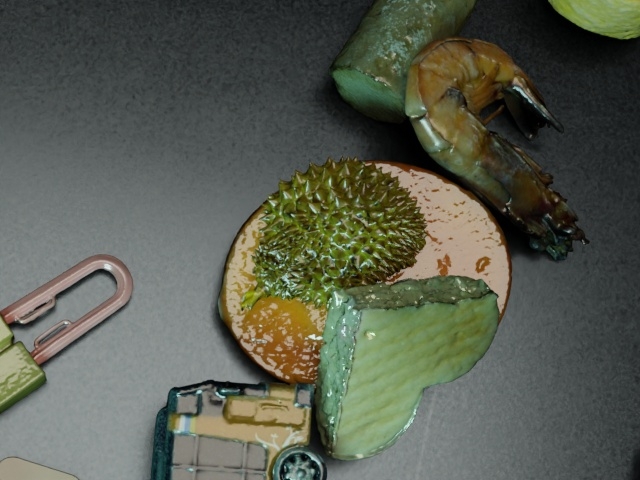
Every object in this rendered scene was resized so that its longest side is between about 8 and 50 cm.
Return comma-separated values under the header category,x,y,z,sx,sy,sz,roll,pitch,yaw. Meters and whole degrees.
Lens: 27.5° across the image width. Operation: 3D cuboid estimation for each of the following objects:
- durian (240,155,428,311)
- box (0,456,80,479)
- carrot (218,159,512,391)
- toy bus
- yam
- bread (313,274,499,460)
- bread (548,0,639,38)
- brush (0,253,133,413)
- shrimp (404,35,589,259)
category,x,y,z,sx,sy,sz,roll,pitch,yaw
durian,0.000,0.000,1.291,0.208,0.102,0.146,-34,89,0
box,-0.291,0.282,1.282,0.091,0.031,0.126,17,73,-6
carrot,0.043,0.039,1.381,0.307,0.100,0.258,-13,80,-5
toy bus,-0.085,0.273,1.269,0.167,0.138,0.275,6,77,-7
yam,0.098,-0.231,1.444,0.107,0.107,0.194,33,72,-1
bread,0.062,0.107,1.273,0.232,0.064,0.172,-46,127,3
bread,0.352,-0.333,1.481,0.197,0.170,0.197,3,74,-10
brush,-0.291,0.091,1.322,0.233,0.047,0.103,-35,84,-17
shrimp,0.201,-0.111,1.427,0.289,0.075,0.178,38,58,-17
